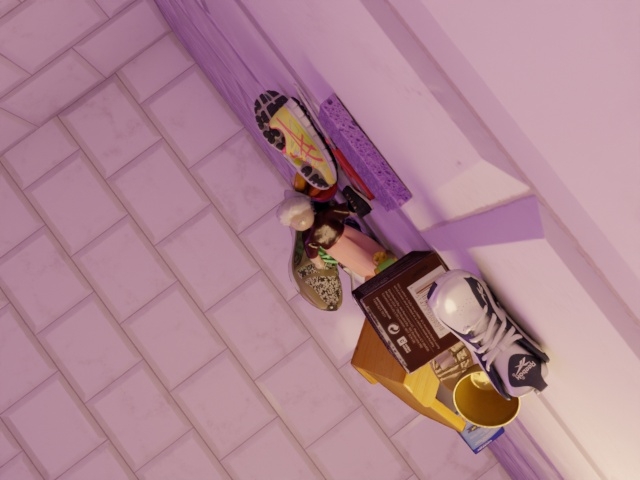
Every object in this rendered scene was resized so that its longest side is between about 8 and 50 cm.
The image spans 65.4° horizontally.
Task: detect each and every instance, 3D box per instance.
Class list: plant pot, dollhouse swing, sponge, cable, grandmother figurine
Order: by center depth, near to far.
[{"bbox_3d":[0.071,-0.141,0.842,0.210,0.031,0.117,52,178,0],"label":"sponge"},{"bbox_3d":[0.359,0.320,1.082,0.134,0.134,0.095,53,-156,-2],"label":"plant pot"},{"bbox_3d":[0.038,-0.011,1.296,0.342,0.208,0.104,30,-170,-23],"label":"grandmother figurine"},{"bbox_3d":[0.320,0.391,1.595,0.304,0.316,0.346,25,167,-18],"label":"dollhouse swing"},{"bbox_3d":[0.138,0.002,1.643,0.185,0.047,0.150,56,-173,21],"label":"cable"}]

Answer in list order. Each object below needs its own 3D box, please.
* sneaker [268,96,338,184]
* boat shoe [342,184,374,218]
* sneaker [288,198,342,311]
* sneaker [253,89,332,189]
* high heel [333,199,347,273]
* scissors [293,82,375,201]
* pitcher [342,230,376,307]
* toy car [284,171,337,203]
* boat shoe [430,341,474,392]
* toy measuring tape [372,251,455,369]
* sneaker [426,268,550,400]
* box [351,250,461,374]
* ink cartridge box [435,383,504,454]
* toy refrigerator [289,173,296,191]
[{"bbox_3d":[-0.035,-0.203,1.095,0.209,0.094,0.081,55,-170,-13],"label":"sneaker"},{"bbox_3d":[0.072,-0.086,1.093,0.049,0.042,0.133,51,180,-29],"label":"boat shoe"},{"bbox_3d":[0.000,0.000,1.440,0.182,0.157,0.411,-48,46,49],"label":"sneaker"},{"bbox_3d":[-0.068,-0.233,1.212,0.275,0.107,0.110,54,173,-10],"label":"sneaker"},{"bbox_3d":[0.052,-0.017,1.689,0.186,0.093,0.261,48,-155,-46],"label":"high heel"},{"bbox_3d":[0.025,-0.196,1.048,0.297,0.021,0.109,52,180,-14],"label":"scissors"},{"bbox_3d":[0.126,0.089,1.474,0.207,0.177,0.125,53,145,11],"label":"pitcher"},{"bbox_3d":[-0.018,-0.157,1.365,0.136,0.159,0.182,16,178,-1],"label":"toy car"},{"bbox_3d":[0.308,0.259,1.312,0.302,0.109,0.098,59,-178,-10],"label":"boat shoe"},{"bbox_3d":[0.208,0.145,1.180,0.330,0.121,0.121,60,-178,35],"label":"toy measuring tape"},{"bbox_3d":[0.254,0.145,0.711,0.235,0.094,0.153,54,176,-34],"label":"sneaker"},{"bbox_3d":[0.180,0.133,0.989,0.169,0.167,0.203,56,178,1],"label":"box"},{"bbox_3d":[0.505,0.588,1.818,0.395,0.151,0.270,53,179,-39],"label":"ink cartridge box"},{"bbox_3d":[-0.045,-0.182,1.828,0.102,0.094,0.269,52,178,3],"label":"toy refrigerator"}]
